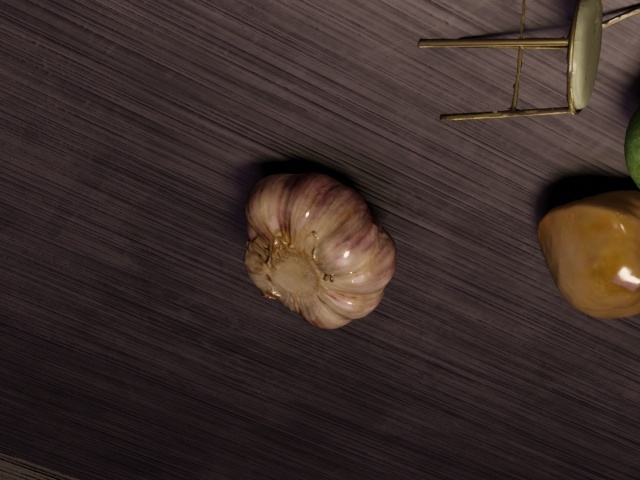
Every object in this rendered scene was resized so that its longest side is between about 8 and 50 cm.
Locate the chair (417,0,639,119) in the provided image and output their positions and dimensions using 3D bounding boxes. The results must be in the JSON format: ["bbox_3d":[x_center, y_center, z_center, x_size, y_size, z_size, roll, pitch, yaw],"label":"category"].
[{"bbox_3d":[0.286,-0.220,1.406,0.325,0.170,0.160,5,145,20],"label":"chair"}]

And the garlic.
[{"bbox_3d":[0.000,0.000,1.820,0.245,0.160,0.245,22,141,19],"label":"garlic"}]

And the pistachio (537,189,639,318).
[{"bbox_3d":[0.385,0.025,1.746,0.212,0.163,0.260,36,158,-1],"label":"pistachio"}]

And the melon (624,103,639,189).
[{"bbox_3d":[0.470,-0.123,1.455,0.182,0.182,0.287,29,157,-25],"label":"melon"}]
